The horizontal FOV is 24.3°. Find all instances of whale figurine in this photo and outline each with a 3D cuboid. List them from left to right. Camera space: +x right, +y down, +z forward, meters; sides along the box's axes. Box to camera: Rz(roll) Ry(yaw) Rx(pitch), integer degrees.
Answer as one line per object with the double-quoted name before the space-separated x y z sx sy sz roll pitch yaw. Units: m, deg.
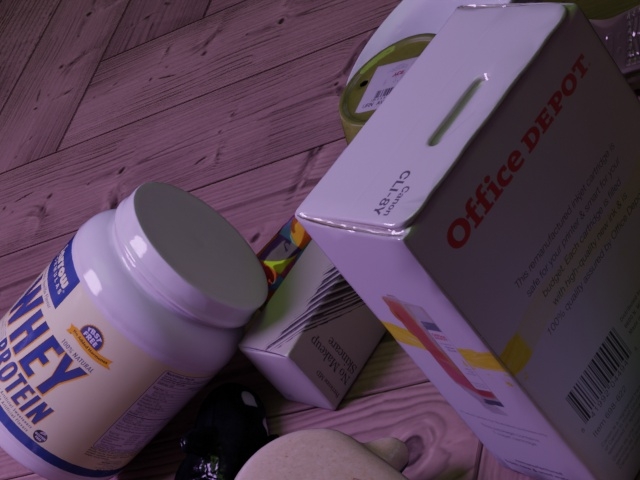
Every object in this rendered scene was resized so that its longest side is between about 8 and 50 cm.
"whale figurine" 0.041 0.292 1.453 0.272 0.141 0.216 9 44 21

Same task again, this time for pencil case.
"pencil case" 0.000 0.000 1.861 0.236 0.104 0.104 -45 32 -13

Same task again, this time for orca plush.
"orca plush" -0.143 0.262 1.673 0.151 0.102 0.287 -6 45 42

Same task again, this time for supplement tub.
"supplement tub" -0.240 0.111 1.770 0.325 0.235 0.235 -46 28 22

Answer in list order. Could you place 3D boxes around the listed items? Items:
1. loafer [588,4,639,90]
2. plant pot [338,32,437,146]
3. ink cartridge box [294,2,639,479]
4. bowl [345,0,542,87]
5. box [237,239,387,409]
"loafer" 0.358 -0.216 1.764 0.268 0.092 0.102 -3 77 63
"plant pot" 0.155 -0.071 1.598 0.275 0.293 0.275 -26 35 20
"ink cartridge box" 0.199 0.008 1.370 0.160 0.384 0.279 10 57 51
"bowl" 0.181 -0.226 1.892 0.298 0.134 0.298 -38 25 21
"box" 0.031 0.055 1.745 0.094 0.113 0.275 6 55 47
